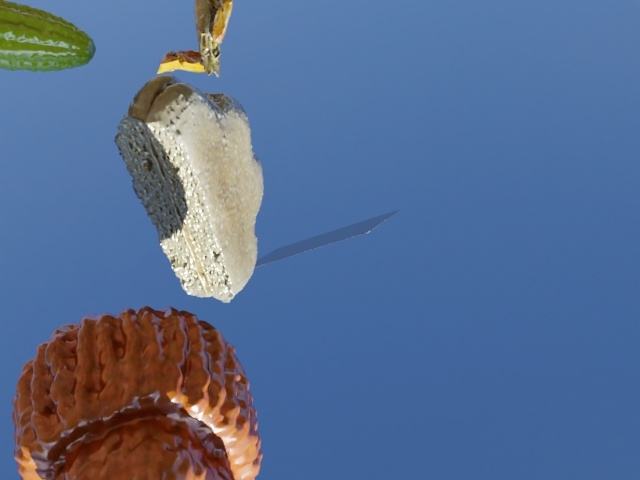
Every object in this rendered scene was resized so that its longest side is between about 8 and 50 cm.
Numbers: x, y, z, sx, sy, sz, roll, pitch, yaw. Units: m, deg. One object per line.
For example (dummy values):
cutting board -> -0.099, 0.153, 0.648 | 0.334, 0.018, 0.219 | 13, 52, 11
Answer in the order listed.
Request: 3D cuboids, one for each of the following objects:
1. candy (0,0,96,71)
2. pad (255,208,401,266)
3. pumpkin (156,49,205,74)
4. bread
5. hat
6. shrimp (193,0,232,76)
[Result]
candy -> -0.386, -0.253, 1.237 | 0.210, 0.096, 0.096 | 8, -134, -7
pad -> 0.000, 0.000, 1.623 | 0.245, 0.006, 0.170 | -18, -173, 24
pumpkin -> -0.216, -0.290, 1.584 | 0.101, 0.035, 0.073 | -4, -156, 5
bread -> -0.147, -0.082, 1.305 | 0.102, 0.337, 0.183 | 11, -132, 26
hat -> -0.157, 0.260, 1.032 | 0.285, 0.285, 0.400 | -23, -141, -12
shrimp -> -0.100, -0.212, 0.950 | 0.059, 0.023, 0.108 | -23, -113, 47
